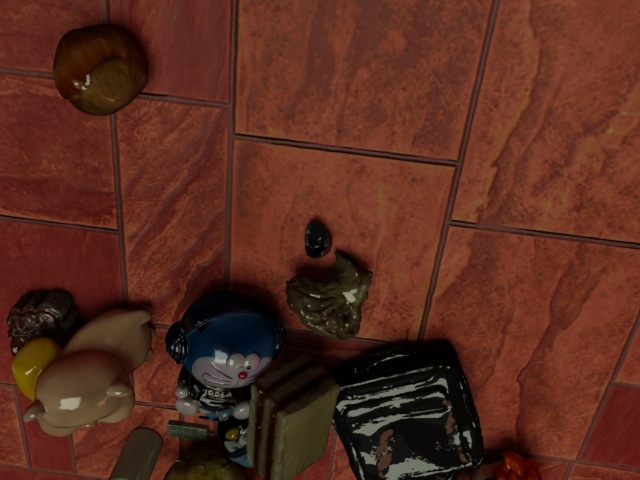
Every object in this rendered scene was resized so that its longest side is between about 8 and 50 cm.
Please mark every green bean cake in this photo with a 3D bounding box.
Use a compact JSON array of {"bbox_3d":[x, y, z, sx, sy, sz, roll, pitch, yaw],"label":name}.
[{"bbox_3d":[-0.703,0.243,1.618,0.198,0.097,0.232,-3,120,7],"label":"green bean cake"}]

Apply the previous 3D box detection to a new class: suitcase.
[{"bbox_3d":[0.209,0.425,1.583,0.345,0.188,0.339,-17,104,16],"label":"suitcase"}]

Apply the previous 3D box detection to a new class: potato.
[{"bbox_3d":[-0.297,0.690,1.792,0.246,0.196,0.300,-9,151,33],"label":"potato"}]

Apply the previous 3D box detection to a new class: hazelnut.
[{"bbox_3d":[-0.433,-0.328,1.229,0.182,0.182,0.182,2,120,4],"label":"hazelnut"}]

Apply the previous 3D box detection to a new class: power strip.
[{"bbox_3d":[-0.368,0.538,1.799,0.136,0.019,0.051,9,118,1],"label":"power strip"}]

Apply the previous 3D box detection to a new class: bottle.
[{"bbox_3d":[-0.514,0.635,1.738,0.104,0.245,0.104,2,119,4],"label":"bottle"}]

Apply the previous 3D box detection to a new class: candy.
[{"bbox_3d":[-0.072,0.432,1.521,0.135,0.179,0.320,41,139,32],"label":"candy"}]

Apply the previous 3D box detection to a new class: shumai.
[{"bbox_3d":[0.032,0.119,1.449,0.206,0.166,0.175,26,112,-37],"label":"shumai"}]

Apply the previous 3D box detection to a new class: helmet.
[{"bbox_3d":[0.001,-0.001,1.440,0.065,0.049,0.084,9,97,39],"label":"helmet"}]

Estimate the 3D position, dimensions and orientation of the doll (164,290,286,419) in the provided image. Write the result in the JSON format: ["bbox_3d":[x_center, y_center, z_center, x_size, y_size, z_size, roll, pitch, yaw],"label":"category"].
[{"bbox_3d":[-0.226,0.262,1.509,0.284,0.240,0.310,-2,135,-23],"label":"doll"}]

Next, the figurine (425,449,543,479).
[{"bbox_3d":[0.392,0.681,1.714,0.412,0.241,0.306,13,97,18],"label":"figurine"}]

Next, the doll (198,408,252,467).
[{"bbox_3d":[-0.204,0.495,1.691,0.177,0.141,0.314,-36,107,18],"label":"doll"}]

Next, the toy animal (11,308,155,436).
[{"bbox_3d":[-0.526,0.346,1.520,0.345,0.247,0.277,-24,124,-25],"label":"toy animal"}]
